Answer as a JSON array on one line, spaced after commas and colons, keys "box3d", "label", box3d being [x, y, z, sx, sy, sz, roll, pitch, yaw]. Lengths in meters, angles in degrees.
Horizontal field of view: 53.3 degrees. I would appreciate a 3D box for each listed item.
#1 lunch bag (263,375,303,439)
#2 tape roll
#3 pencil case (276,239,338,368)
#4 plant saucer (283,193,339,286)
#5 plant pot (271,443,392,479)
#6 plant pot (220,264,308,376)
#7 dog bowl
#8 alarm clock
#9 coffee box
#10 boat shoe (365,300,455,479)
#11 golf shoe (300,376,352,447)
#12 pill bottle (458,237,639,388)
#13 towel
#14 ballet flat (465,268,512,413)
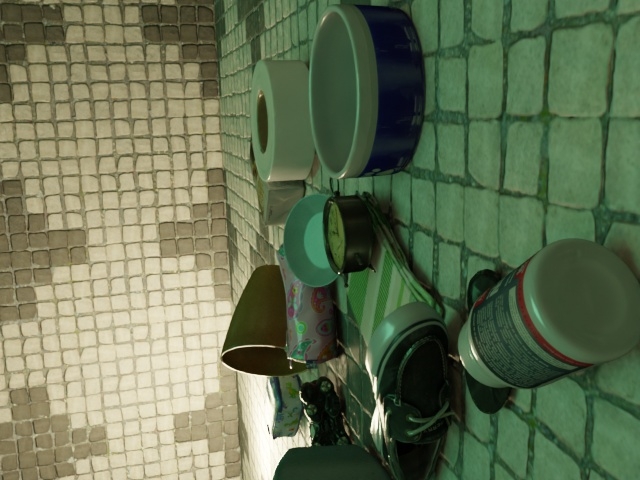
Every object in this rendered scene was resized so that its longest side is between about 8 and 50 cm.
[{"box3d": [-0.115, 0.475, 1.912, 0.176, 0.090, 0.219, -106, 20, -44], "label": "lunch bag"}, {"box3d": [-0.093, -0.282, 1.513, 0.286, 0.100, 0.287, 175, 90, -74], "label": "tape roll"}, {"box3d": [-0.030, 0.140, 1.435, 0.124, 0.124, 0.284, 155, 110, -74], "label": "pencil case"}, {"box3d": [0.000, 0.000, 1.337, 0.194, 0.037, 0.195, -2, 88, 44], "label": "plant saucer"}, {"box3d": [0.016, 0.527, 1.192, 0.252, 0.247, 0.247, -104, 15, -61], "label": "plant pot"}, {"box3d": [-0.134, 0.202, 1.690, 0.237, 0.237, 0.255, 111, 163, -58], "label": "plant pot"}, {"box3d": [0.064, -0.232, 1.007, 0.265, 0.104, 0.265, 175, 90, -74], "label": "dog bowl"}, {"box3d": [0.043, -0.029, 1.075, 0.129, 0.064, 0.192, 116, 142, -63], "label": "alarm clock"}, {"box3d": [-0.121, -0.177, 1.705, 0.141, 0.098, 0.247, 104, 156, -49], "label": "coffee box"}, {"box3d": [0.140, 0.228, 0.895, 0.119, 0.121, 0.335, -123, 20, -45], "label": "boat shoe"}, {"box3d": [0.022, 0.446, 1.427, 0.120, 0.105, 0.273, 76, -175, -62], "label": "golf shoe"}, {"box3d": [0.201, 0.080, 0.597, 0.180, 0.107, 0.108, 118, 144, -63], "label": "pill bottle"}, {"box3d": [0.108, 0.097, 1.082, 0.325, 0.038, 0.248, -115, 25, -49], "label": "towel"}, {"box3d": [0.201, 0.119, 0.749, 0.049, 0.057, 0.173, -18, -72, -64], "label": "ballet flat"}]
